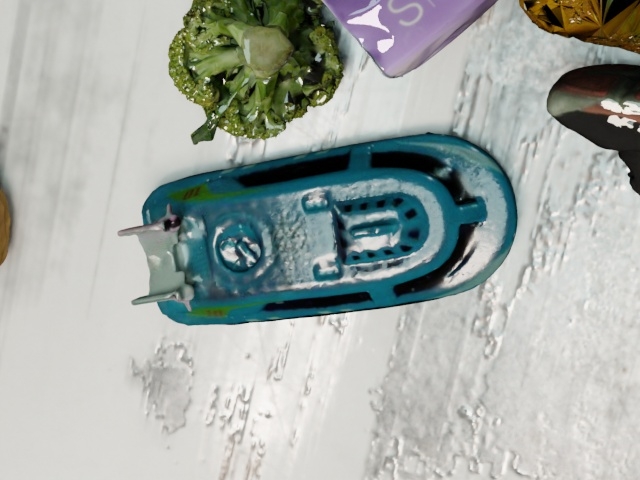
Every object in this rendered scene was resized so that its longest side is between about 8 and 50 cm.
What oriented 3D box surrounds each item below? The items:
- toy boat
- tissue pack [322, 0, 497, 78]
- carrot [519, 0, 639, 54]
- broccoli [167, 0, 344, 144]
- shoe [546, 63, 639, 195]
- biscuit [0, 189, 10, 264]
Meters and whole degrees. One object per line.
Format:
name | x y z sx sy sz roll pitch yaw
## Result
toy boat | 0.000 0.000 1.068 0.299 0.092 0.134 -9 96 15
tissue pack | 0.111 -0.307 0.938 0.338 0.160 0.242 -39 92 18
carrot | 0.220 -0.152 0.931 0.069 0.229 0.069 -10 76 48
broccoli | -0.048 -0.139 1.033 0.131 0.120 0.130 -5 94 -11
shoe | 0.283 -0.025 0.990 0.291 0.114 0.137 30 112 2
biscuit | -0.469 -0.007 1.188 0.385 0.062 0.365 34 105 4
